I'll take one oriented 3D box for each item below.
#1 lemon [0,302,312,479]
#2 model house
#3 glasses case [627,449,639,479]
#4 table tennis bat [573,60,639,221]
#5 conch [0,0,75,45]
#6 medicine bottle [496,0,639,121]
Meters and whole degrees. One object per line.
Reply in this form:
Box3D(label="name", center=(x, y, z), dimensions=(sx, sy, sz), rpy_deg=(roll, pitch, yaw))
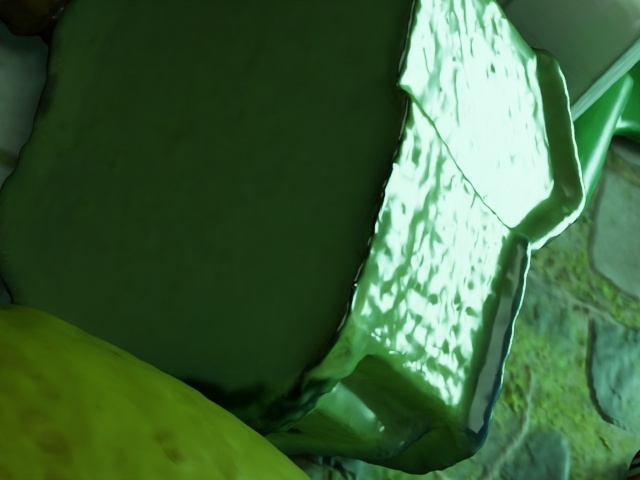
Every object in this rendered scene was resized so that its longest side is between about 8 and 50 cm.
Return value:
Box3D(label="lemon", center=(-0.107, 0.142, 0.484), dimensions=(0.284, 0.260, 0.260), rpy_deg=(50, 42, -35))
Box3D(label="model house", center=(0.000, 0.000, 0.717), dimensions=(0.189, 0.195, 0.214), rpy_deg=(33, 61, -47))
Box3D(label="glasses case", center=(0.189, 0.178, 0.797), dimensions=(0.073, 0.049, 0.195), rpy_deg=(8, 60, -31))
Box3D(label="table tennis bat", center=(0.161, -0.097, 0.948), dimensions=(0.160, 0.039, 0.257), rpy_deg=(46, 45, -14))
Box3D(label="conch", center=(-0.165, -0.175, 0.733), dimensions=(0.233, 0.086, 0.080), rpy_deg=(52, 48, 0))
Box3D(label="medicine bottle", center=(0.045, -0.188, 0.818), dimensions=(0.293, 0.170, 0.170), rpy_deg=(48, 48, 6))
